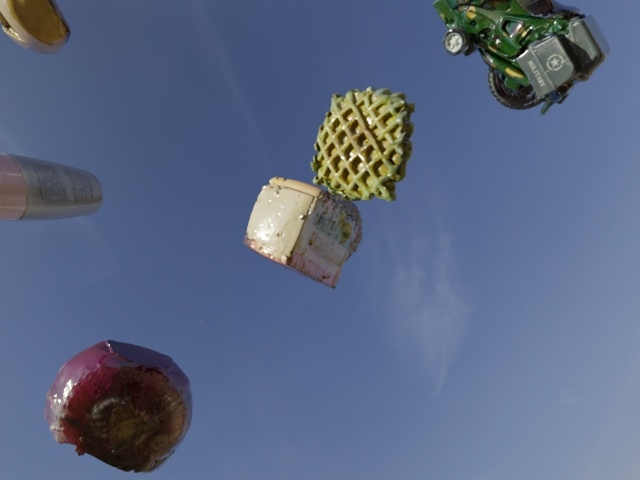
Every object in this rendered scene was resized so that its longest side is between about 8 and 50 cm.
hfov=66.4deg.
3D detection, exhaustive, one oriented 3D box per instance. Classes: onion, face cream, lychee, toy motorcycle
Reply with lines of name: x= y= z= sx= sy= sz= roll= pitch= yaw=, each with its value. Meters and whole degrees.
onion: x=-0.281 y=0.217 z=0.706 sx=0.195 sy=0.218 sz=0.139 roll=30 pitch=-95 yaw=-25
face cream: x=-0.364 y=-0.065 z=0.629 sx=0.057 sy=0.198 sz=0.084 roll=-18 pitch=-91 yaw=11
lychee: x=0.005 y=-0.020 z=1.033 sx=0.198 sy=0.165 sz=0.165 roll=-19 pitch=-56 yaw=-40
toy motorcycle: x=0.217 y=-0.278 z=0.528 sx=0.125 sy=0.187 sz=0.274 roll=-36 pitch=-85 yaw=-41

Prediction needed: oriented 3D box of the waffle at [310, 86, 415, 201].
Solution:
waffle: x=0.074 y=-0.174 z=0.876 sx=0.054 sy=0.208 sz=0.213 roll=16 pitch=-91 yaw=-48

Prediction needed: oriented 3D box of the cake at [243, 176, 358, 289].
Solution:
cake: x=-0.019 y=-0.007 z=0.681 sx=0.109 sy=0.090 sz=0.225 roll=-68 pitch=-22 yaw=-5

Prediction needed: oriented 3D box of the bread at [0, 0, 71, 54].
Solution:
bread: x=-0.324 y=-0.246 z=0.542 sx=0.056 sy=0.115 sz=0.082 roll=-35 pitch=-59 yaw=-24
